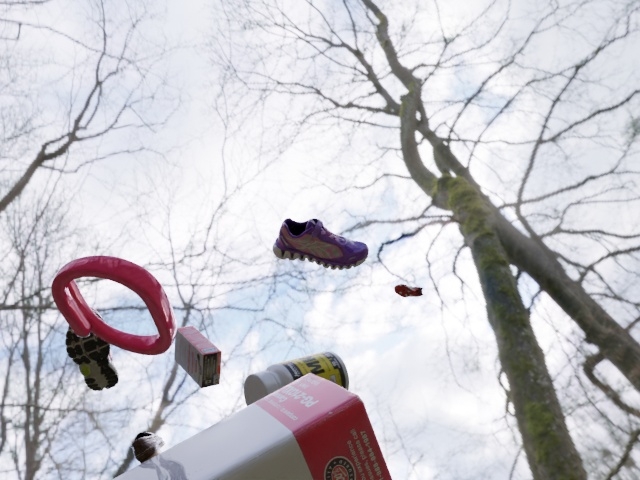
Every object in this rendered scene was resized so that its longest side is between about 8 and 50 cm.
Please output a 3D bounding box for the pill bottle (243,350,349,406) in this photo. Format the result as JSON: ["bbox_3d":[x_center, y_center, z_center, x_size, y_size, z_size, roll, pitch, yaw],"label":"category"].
[{"bbox_3d":[-0.051,0.313,1.310,0.209,0.119,0.119,-6,-50,-39],"label":"pill bottle"}]

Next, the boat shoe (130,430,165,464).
[{"bbox_3d":[-0.463,0.543,1.631,0.073,0.073,0.207,-34,-3,-18],"label":"boat shoe"}]

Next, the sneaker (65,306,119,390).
[{"bbox_3d":[-0.597,0.270,1.580,0.107,0.118,0.279,-12,-50,-20],"label":"sneaker"}]

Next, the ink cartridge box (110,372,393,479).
[{"bbox_3d":[-0.061,0.227,0.421,0.237,0.100,0.172,-24,-82,-21],"label":"ink cartridge box"}]

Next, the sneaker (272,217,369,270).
[{"bbox_3d":[0.000,0.000,1.466,0.237,0.095,0.104,9,-58,8],"label":"sneaker"}]

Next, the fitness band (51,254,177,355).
[{"bbox_3d":[-0.388,0.131,1.162,0.209,0.054,0.290,4,-40,9],"label":"fitness band"}]

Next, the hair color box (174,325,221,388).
[{"bbox_3d":[-0.310,0.289,1.532,0.053,0.167,0.093,-5,-71,-35],"label":"hair color box"}]

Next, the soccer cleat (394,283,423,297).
[{"bbox_3d":[0.180,0.107,1.285,0.083,0.029,0.036,6,-12,-39],"label":"soccer cleat"}]
